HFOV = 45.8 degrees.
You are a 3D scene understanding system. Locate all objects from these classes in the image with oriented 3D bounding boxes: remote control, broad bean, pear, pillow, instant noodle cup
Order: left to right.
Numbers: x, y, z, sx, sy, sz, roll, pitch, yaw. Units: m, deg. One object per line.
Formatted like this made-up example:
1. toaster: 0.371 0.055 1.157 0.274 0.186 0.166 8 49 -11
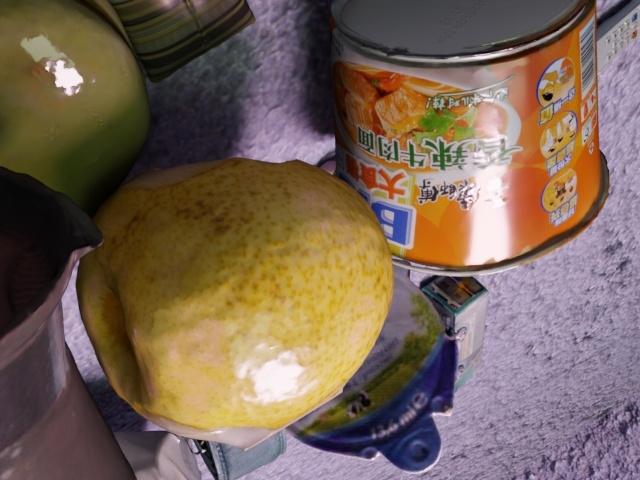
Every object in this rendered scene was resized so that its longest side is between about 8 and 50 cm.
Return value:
1. broad bean: -0.231 -0.093 0.592 0.189 0.121 0.263 8 137 -34
2. pillow: -0.127 -0.220 0.595 0.113 0.038 0.203 -33 144 -5
3. pear: -0.068 0.038 0.652 0.271 0.271 0.271 -23 141 -20
4. instant noodle cup: 0.136 -0.142 0.727 0.296 0.296 0.214 -26 133 -16
5. remote control: 0.383 -0.270 0.987 0.162 0.029 0.061 -41 146 -5

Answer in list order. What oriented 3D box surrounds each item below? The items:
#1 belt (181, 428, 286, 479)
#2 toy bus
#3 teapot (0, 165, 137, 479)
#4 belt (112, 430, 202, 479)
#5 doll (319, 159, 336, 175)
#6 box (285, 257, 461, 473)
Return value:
1. belt: -0.126 0.150 0.856 0.116 0.206 0.268 -23 133 -19
2. toy bus: 0.218 0.153 1.260 0.109 0.091 0.262 -37 147 -21
3. teapot: -0.312 0.143 0.510 0.376 0.305 0.362 -9 124 -24
4. belt: -0.336 0.382 0.907 0.436 0.173 0.300 -31 148 4
5. doll: 0.000 0.000 0.897 0.192 0.095 0.149 -39 146 -4
6. box: 0.074 0.193 1.032 0.262 0.291 0.206 -38 155 -6
